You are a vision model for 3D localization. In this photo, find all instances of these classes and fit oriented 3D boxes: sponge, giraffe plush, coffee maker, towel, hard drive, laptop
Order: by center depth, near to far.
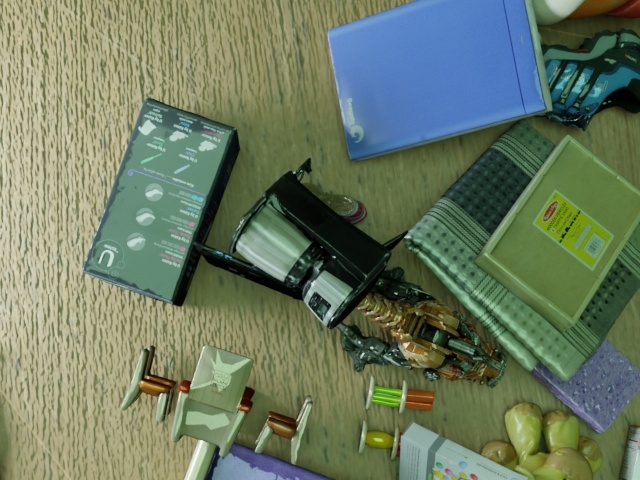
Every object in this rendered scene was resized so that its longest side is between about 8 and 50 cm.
[{"bbox_3d":[0.000,0.000,1.460,0.178,0.120,0.171,37,78,6],"label":"coffee maker"},{"bbox_3d":[-0.030,0.010,1.637,0.264,0.234,0.136,22,83,1],"label":"laptop"},{"bbox_3d":[0.330,0.350,1.644,0.181,0.170,0.210,17,84,0],"label":"giraffe plush"},{"bbox_3d":[0.170,-0.256,1.682,0.319,0.040,0.210,-13,84,30],"label":"hard drive"},{"bbox_3d":[0.328,0.015,1.700,0.324,0.056,0.312,43,62,4],"label":"towel"},{"bbox_3d":[0.384,0.181,1.720,0.210,0.031,0.117,43,72,4],"label":"sponge"}]

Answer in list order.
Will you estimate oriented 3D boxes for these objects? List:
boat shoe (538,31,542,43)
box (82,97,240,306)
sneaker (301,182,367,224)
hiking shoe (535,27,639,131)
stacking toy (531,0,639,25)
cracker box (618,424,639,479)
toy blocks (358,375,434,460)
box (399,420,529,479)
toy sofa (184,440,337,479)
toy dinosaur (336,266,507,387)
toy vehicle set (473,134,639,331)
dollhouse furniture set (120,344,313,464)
[{"bbox_3d":[0.255,-0.288,1.761,0.184,0.066,0.063,-33,72,-2],"label":"boat shoe"},{"bbox_3d":[-0.231,-0.051,1.672,0.143,0.165,0.270,19,84,0],"label":"box"},{"bbox_3d":[0.016,-0.055,1.746,0.118,0.067,0.042,18,86,31],"label":"sneaker"},{"bbox_3d":[0.363,-0.227,1.721,0.304,0.113,0.132,-16,74,-3],"label":"hiking shoe"},{"bbox_3d":[0.542,-0.457,1.702,0.480,0.350,0.350,9,84,-18],"label":"stacking toy"},{"bbox_3d":[0.524,0.408,1.695,0.156,0.067,0.232,14,85,-1],"label":"cracker box"},{"bbox_3d":[0.139,0.274,1.702,0.148,0.054,0.123,10,91,0],"label":"toy blocks"},{"bbox_3d":[0.201,0.355,1.618,0.186,0.145,0.038,23,46,25],"label":"box"},{"bbox_3d":[-0.027,0.409,1.629,0.363,0.177,0.150,20,85,2],"label":"toy sofa"},{"bbox_3d":[0.144,0.123,1.632,0.164,0.218,0.322,-50,130,-20],"label":"toy dinosaur"},{"bbox_3d":[0.363,-0.015,1.671,0.166,0.035,0.267,39,62,1],"label":"toy vehicle set"},{"bbox_3d":[-0.139,0.215,1.602,0.262,0.259,0.135,18,88,-1],"label":"dollhouse furniture set"}]
